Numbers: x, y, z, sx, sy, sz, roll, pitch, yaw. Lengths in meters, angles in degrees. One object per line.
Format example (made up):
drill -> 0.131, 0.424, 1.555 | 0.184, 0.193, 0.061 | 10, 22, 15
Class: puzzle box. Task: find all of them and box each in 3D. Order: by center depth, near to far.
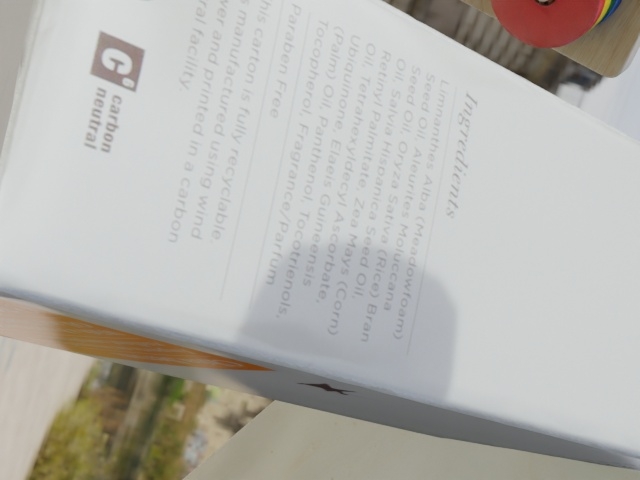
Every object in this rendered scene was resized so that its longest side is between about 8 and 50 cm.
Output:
puzzle box -> 0.058, 0.216, 0.890 | 0.409, 0.272, 0.052 | -36, 157, -42

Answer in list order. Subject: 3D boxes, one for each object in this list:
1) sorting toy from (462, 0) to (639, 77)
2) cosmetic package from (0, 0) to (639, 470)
sorting toy -> 0.157, -0.280, 0.898 | 0.089, 0.255, 0.257 | -37, 154, -50
cosmetic package -> 0.000, 0.000, 0.608 | 0.230, 0.453, 0.162 | -2, -106, 50
